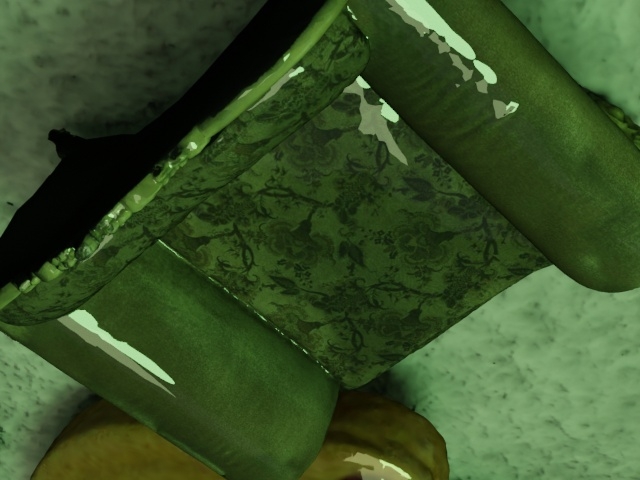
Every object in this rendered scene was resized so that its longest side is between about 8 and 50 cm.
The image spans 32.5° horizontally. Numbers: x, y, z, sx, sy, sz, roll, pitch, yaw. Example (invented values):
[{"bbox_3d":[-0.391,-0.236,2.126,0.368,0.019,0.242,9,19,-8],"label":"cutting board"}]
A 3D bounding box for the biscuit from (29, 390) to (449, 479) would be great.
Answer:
[{"bbox_3d":[-0.006,0.272,0.716,0.350,0.078,0.455,-19,117,36],"label":"biscuit"}]

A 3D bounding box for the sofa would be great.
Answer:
[{"bbox_3d":[0.000,0.000,0.462,0.258,0.182,0.200,-35,119,30],"label":"sofa"}]
